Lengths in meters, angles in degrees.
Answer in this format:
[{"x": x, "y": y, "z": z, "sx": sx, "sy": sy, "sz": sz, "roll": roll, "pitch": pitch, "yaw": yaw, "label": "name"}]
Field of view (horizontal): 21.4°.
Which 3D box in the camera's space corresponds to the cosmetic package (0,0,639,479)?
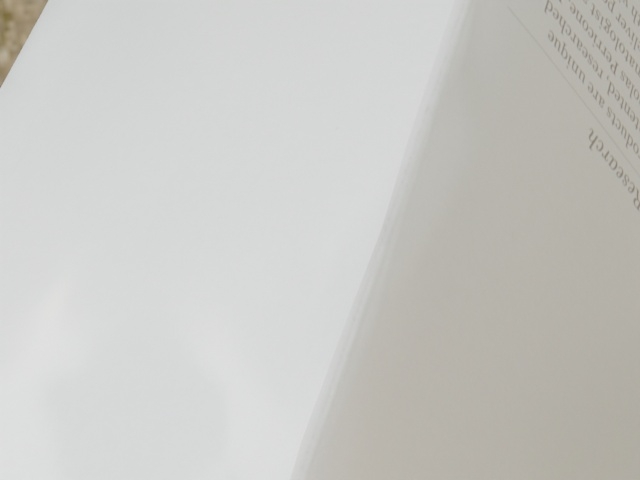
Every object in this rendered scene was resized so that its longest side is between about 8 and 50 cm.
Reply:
[{"x": 0.000, "y": 0.000, "z": 0.532, "sx": 0.217, "sy": 0.385, "sz": 0.156, "roll": -10, "pitch": 137, "yaw": 40, "label": "cosmetic package"}]
